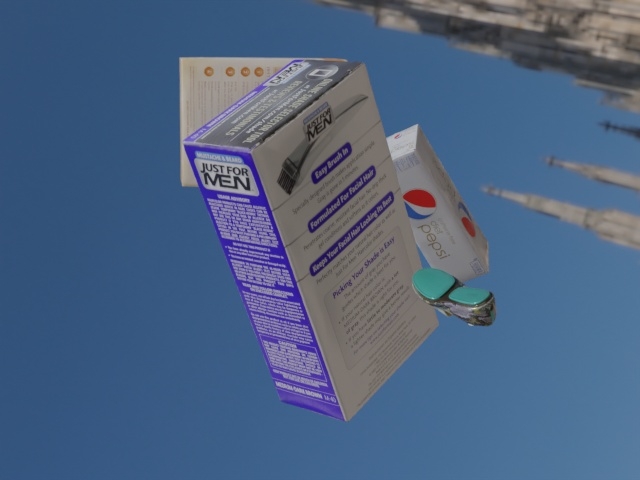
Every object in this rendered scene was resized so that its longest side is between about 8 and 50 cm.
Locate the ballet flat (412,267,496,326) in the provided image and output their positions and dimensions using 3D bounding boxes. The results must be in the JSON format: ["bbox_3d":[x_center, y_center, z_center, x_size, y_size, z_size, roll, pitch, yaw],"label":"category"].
[{"bbox_3d":[0.126,0.058,1.105,0.041,0.114,0.041,-8,-74,-29],"label":"ballet flat"}]

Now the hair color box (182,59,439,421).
[{"bbox_3d":[0.000,0.000,1.242,0.185,0.110,0.339,-42,-52,-36],"label":"hair color box"}]

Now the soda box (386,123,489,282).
[{"bbox_3d":[0.149,-0.043,1.564,0.216,0.069,0.074,57,-156,-26],"label":"soda box"}]

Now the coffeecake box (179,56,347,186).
[{"bbox_3d":[-0.065,-0.135,1.326,0.185,0.068,0.142,-1,-79,-8],"label":"coffeecake box"}]
